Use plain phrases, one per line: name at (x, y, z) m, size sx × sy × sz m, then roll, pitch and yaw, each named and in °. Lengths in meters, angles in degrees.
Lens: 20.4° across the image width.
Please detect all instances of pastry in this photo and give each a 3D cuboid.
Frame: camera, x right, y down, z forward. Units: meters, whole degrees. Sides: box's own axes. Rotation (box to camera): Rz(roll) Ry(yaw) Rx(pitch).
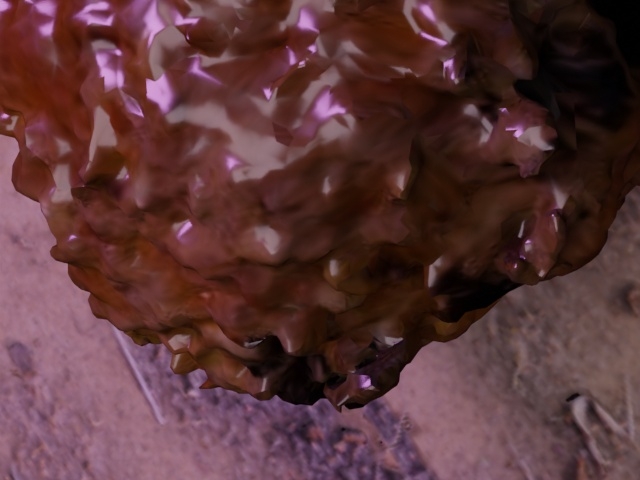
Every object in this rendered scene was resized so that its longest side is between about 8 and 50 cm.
pastry at (0.001, -0.146, 0.803) m, size 0.337 × 0.292 × 0.405 m, roll -37°, pitch 75°, yaw 16°
